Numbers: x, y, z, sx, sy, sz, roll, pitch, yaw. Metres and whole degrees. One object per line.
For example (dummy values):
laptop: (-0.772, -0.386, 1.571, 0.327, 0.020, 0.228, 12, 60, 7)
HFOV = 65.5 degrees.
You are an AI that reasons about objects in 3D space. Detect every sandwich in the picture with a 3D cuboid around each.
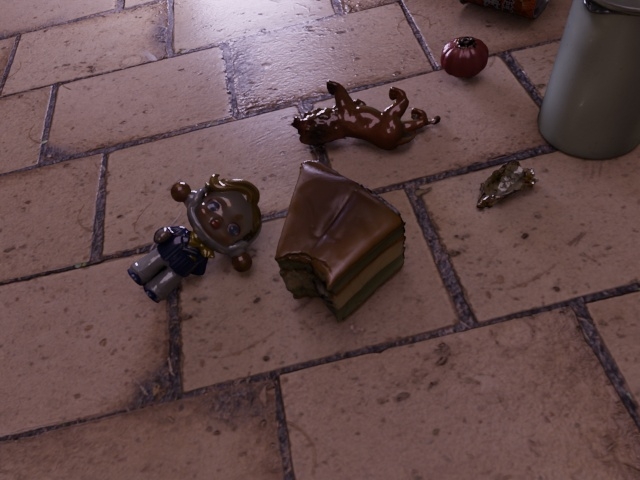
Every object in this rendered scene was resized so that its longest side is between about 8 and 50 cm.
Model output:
sandwich: (0.000, 0.000, 0.868, 0.198, 0.155, 0.227, -41, 58, -18)

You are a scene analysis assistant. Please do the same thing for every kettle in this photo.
kettle: (0.565, -0.333, 0.907, 0.265, 0.317, 0.204, -3, 53, 9)

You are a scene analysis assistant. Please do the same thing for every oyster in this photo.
oyster: (0.353, -0.108, 0.962, 0.132, 0.029, 0.086, -17, 48, 2)

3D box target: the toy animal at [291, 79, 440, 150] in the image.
toy animal: (0.090, -0.253, 1.084, 0.313, 0.097, 0.157, 14, 71, 16)

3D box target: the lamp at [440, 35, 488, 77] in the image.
lamp: (0.332, -0.423, 1.149, 0.108, 0.092, 0.107, -6, 54, 8)

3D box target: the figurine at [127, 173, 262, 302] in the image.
figurine: (-0.218, 0.003, 0.935, 0.194, 0.133, 0.274, 28, 86, -8)

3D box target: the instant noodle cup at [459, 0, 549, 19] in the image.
instant noodle cup: (0.487, -0.677, 1.225, 0.192, 0.250, 0.250, 33, 66, 18)
